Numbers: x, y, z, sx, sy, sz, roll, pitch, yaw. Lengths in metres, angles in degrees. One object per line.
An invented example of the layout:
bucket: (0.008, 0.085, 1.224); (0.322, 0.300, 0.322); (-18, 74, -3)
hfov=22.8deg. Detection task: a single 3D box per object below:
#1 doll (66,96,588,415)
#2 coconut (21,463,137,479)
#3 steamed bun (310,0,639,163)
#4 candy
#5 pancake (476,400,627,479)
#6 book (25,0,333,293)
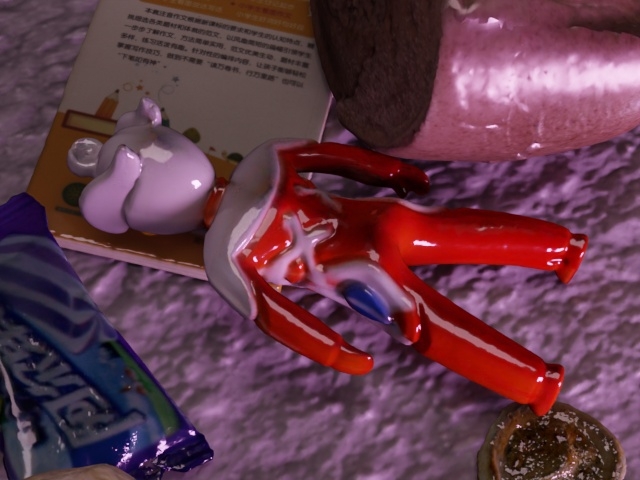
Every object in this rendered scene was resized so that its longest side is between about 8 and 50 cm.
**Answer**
doll: (0.000, 0.000, 1.139); (0.384, 0.099, 0.188); (22, 51, -1)
coconut: (-0.124, 0.249, 0.925); (0.222, 0.202, 0.202); (34, 62, 17)
steamed bun: (0.117, -0.160, 1.203); (0.252, 0.199, 0.301); (2, 36, -23)
candy: (-0.202, 0.081, 1.100); (0.145, 0.070, 0.275); (-28, 69, -26)
pancake: (0.161, 0.158, 1.110); (0.108, 0.017, 0.108); (1, 54, -1)
book: (-0.099, -0.103, 1.252); (0.208, 0.020, 0.295); (13, 58, 3)
